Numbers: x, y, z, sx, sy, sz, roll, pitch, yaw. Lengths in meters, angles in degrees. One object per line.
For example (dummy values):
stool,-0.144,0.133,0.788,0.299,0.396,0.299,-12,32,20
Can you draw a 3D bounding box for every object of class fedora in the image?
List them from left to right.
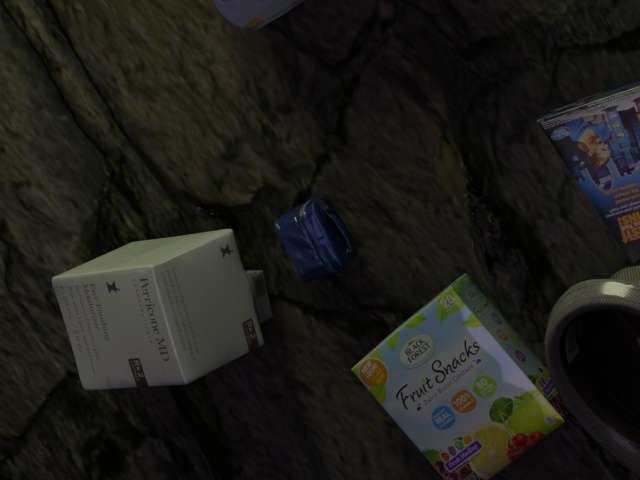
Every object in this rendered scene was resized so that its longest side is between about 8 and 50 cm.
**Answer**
fedora,0.381,0.133,1.926,0.275,0.124,0.244,46,140,-4

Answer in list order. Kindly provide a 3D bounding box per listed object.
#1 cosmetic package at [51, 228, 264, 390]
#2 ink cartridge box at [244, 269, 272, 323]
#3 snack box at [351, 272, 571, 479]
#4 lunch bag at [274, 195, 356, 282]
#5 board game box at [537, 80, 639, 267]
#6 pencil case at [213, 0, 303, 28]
cosmetic package,-0.196,0.085,2.113,0.184,0.151,0.151,-8,102,41
ink cartridge box,-0.116,0.070,2.166,0.115,0.029,0.063,-1,105,40
snack box,0.169,0.173,2.068,0.174,0.070,0.207,-42,86,26
lunch bag,0.000,0.000,2.084,0.065,0.067,0.098,-26,96,26
board game box,0.365,-0.078,1.927,0.194,0.060,0.194,-17,99,24
pencil case,0.001,-0.333,1.966,0.273,0.113,0.124,-17,122,24
